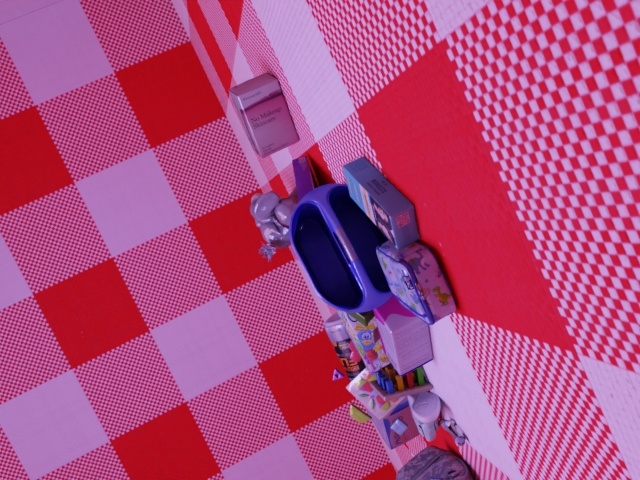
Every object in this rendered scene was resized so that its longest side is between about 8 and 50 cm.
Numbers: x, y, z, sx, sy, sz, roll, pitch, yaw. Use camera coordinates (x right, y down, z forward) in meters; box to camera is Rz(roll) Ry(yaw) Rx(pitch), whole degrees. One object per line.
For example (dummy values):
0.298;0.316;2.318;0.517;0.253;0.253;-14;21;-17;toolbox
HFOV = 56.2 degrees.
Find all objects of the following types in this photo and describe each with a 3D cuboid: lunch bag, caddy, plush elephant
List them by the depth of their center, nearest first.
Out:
0.213;0.089;1.362;0.176;0.090;0.219;64;172;-18;lunch bag
0.064;0.023;1.544;0.342;0.241;0.179;62;175;9;caddy
0.422;0.849;1.947;0.256;0.212;0.305;-9;109;63;lunch bag
-0.136;-0.105;2.377;0.271;0.255;0.330;28;-141;-14;plush elephant

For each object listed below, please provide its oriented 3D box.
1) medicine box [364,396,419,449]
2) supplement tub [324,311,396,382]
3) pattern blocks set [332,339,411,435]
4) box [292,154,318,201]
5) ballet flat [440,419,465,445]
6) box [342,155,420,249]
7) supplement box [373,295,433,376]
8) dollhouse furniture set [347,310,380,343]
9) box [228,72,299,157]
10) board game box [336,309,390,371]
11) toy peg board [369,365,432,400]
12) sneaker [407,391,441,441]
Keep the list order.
0.259;0.640;2.414;0.289;0.149;0.264;54;167;44;medicine box
0.159;0.400;2.178;0.316;0.193;0.193;64;171;-4;supplement tub
0.196;0.519;2.078;0.324;0.286;0.026;28;-163;7;pattern blocks set
-0.026;-0.121;1.957;0.293;0.057;0.201;-101;-9;-55;box
0.399;0.563;1.794;0.114;0.041;0.041;48;162;58;ballet flat
0.136;-0.091;1.379;0.244;0.060;0.101;54;167;49;box
0.228;0.255;1.652;0.111;0.113;0.220;56;169;44;supplement box
0.078;0.158;1.804;0.301;0.151;0.198;33;154;31;dollhouse furniture set
-0.188;-0.420;2.014;0.127;0.148;0.232;49;163;57;box
0.163;0.279;1.982;0.275;0.142;0.144;62;171;11;board game box
0.250;0.433;1.918;0.161;0.160;0.079;-163;63;-77;toy peg board
0.346;0.566;1.889;0.256;0.094;0.151;13;-124;-89;sneaker
